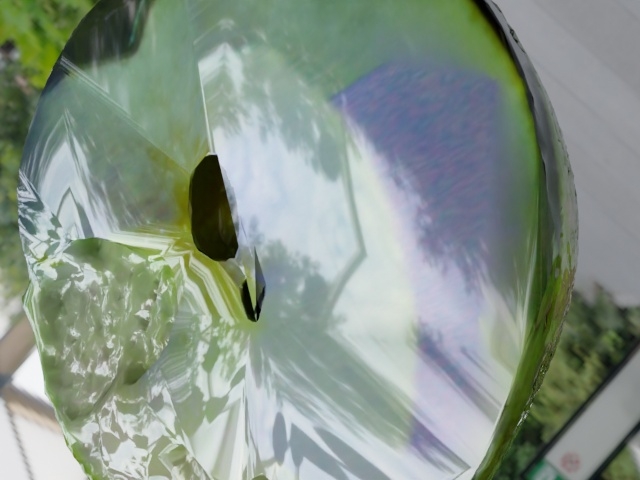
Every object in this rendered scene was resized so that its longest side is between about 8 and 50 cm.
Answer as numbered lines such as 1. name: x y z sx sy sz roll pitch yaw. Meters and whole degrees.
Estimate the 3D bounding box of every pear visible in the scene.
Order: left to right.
1. pear: 0.002 0.004 0.741 0.165 0.398 0.399 2 -149 -49
